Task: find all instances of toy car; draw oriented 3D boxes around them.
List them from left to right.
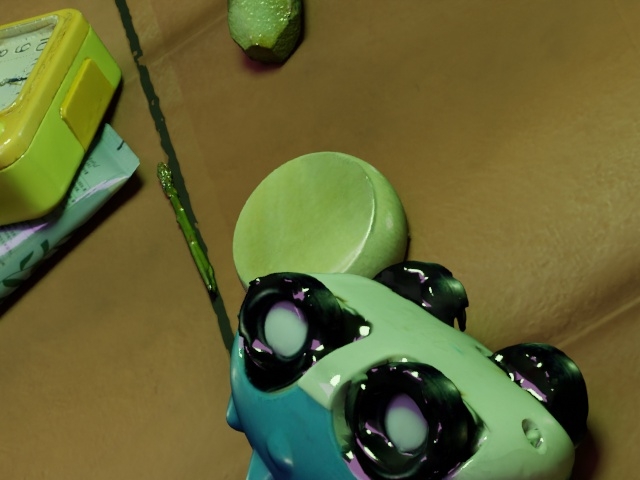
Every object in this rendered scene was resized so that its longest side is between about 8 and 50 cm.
[{"bbox_3d":[0.045,0.130,1.224,0.255,0.188,0.190,34,113,35],"label":"toy car"}]

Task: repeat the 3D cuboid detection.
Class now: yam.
[{"bbox_3d":[-0.051,-0.231,1.588,0.070,0.070,0.146,-21,51,22],"label":"yam"}]

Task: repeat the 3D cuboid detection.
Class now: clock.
[{"bbox_3d":[-0.278,-0.111,1.621,0.143,0.096,0.202,-12,40,31],"label":"clock"}]

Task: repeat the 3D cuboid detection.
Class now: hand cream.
[{"bbox_3d":[-0.273,0.005,1.603,0.271,0.058,0.091,-43,35,-1],"label":"hand cream"}]

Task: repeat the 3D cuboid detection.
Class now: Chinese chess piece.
[{"bbox_3d":[0.000,0.000,1.416,0.144,0.058,0.144,-17,56,26],"label":"Chinese chess piece"}]

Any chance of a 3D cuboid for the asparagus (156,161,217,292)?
[{"bbox_3d":[-0.115,-0.012,1.530,0.166,0.013,0.016,-117,34,-42],"label":"asparagus"}]
